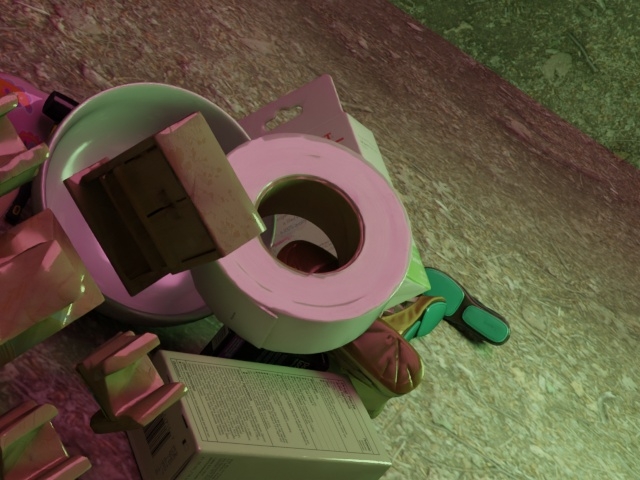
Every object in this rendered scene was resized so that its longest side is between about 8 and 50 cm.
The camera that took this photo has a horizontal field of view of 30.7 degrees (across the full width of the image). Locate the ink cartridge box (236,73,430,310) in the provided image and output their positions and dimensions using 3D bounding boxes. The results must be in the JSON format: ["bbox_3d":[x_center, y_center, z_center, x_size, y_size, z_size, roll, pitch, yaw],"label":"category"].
[{"bbox_3d":[0.008,-0.052,1.797,0.119,0.207,0.353,25,43,-63],"label":"ink cartridge box"}]

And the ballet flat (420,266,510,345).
[{"bbox_3d":[0.256,0.123,2.120,0.203,0.074,0.074,36,26,9],"label":"ballet flat"}]

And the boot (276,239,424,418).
[{"bbox_3d":[0.019,0.133,1.648,0.262,0.203,0.095,45,66,6],"label":"boot"}]

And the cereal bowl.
[{"bbox_3d":[-0.238,-0.038,1.597,0.339,0.141,0.339,10,69,-27],"label":"cereal bowl"}]

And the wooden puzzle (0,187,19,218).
[{"bbox_3d":[-0.504,-0.051,1.398,0.238,0.044,0.221,14,23,-4],"label":"wooden puzzle"}]

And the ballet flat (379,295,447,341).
[{"bbox_3d":[0.144,0.129,1.956,0.073,0.080,0.232,30,22,18],"label":"ballet flat"}]

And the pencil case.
[{"bbox_3d":[-0.398,-0.152,1.680,0.284,0.124,0.124,23,31,-28],"label":"pencil case"}]

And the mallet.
[{"bbox_3d":[-0.388,-0.118,1.594,0.062,0.190,0.039,39,-19,-24],"label":"mallet"}]

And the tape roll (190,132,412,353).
[{"bbox_3d":[-0.028,0.003,1.520,0.286,0.100,0.286,9,58,-15],"label":"tape roll"}]

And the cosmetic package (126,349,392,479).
[{"bbox_3d":[-0.079,0.243,1.459,0.309,0.113,0.160,15,35,-40],"label":"cosmetic package"}]

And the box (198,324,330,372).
[{"bbox_3d":[-0.084,0.173,1.556,0.162,0.116,0.029,21,34,-30],"label":"box"}]

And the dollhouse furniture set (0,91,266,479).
[{"bbox_3d":[-0.300,0.034,1.285,0.394,0.256,0.362,-35,99,-35],"label":"dollhouse furniture set"}]
